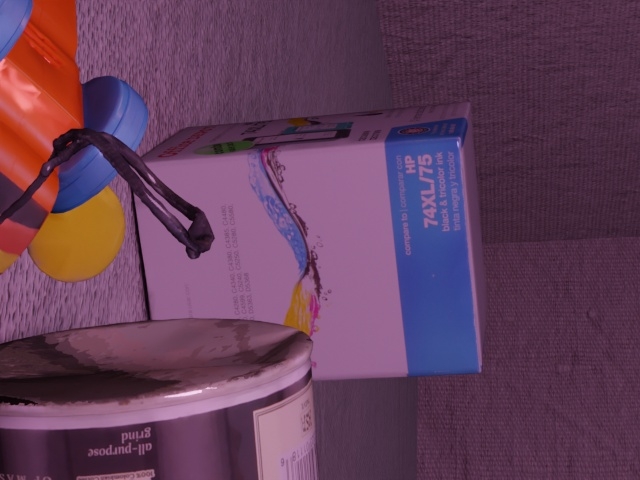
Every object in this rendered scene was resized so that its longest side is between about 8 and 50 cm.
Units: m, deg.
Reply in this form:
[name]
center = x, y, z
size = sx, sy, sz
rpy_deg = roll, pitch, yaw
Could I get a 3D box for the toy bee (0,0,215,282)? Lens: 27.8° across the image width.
[toy bee]
center = -0.168, -0.040, 0.562
size = 0.195, 0.162, 0.298
rpy_deg = 48, 5, -13

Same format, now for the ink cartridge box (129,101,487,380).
[ink cartridge box]
center = 0.000, 0.000, 1.116
size = 0.198, 0.270, 0.197
rpy_deg = -60, 145, -73

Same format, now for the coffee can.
[coffee can]
center = -0.093, 0.195, 0.700
size = 0.201, 0.201, 0.275
rpy_deg = -40, 126, -78
